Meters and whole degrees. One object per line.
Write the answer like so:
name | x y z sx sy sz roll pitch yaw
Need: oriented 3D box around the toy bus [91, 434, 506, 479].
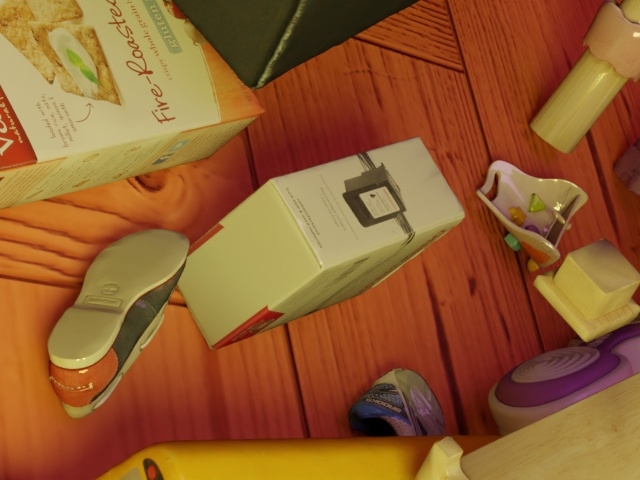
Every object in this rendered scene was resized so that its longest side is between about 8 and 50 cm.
toy bus | -0.027 0.167 0.823 0.332 0.130 0.108 6 59 -43

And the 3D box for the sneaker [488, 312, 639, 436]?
sneaker | 0.217 0.134 1.141 0.305 0.114 0.152 -17 96 -50

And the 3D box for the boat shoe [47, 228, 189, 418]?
boat shoe | -0.110 0.042 0.900 0.137 0.049 0.043 -60 152 -51

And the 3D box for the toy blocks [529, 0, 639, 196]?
toy blocks | 0.380 -0.082 1.246 0.309 0.260 0.288 25 20 -32

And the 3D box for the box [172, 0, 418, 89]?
box | 0.020 -0.428 1.003 0.471 0.297 0.480 -31 74 -35

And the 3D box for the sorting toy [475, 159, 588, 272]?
sorting toy | 0.151 -0.024 1.214 0.075 0.045 0.083 41 41 -5

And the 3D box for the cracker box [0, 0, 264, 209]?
cracker box | -0.158 -0.108 0.936 0.232 0.067 0.156 -19 77 -49

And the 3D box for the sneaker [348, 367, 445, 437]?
sneaker | 0.062 0.148 1.001 0.058 0.052 0.135 -25 75 -41

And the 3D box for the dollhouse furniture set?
dollhouse furniture set | 0.120 0.211 0.820 0.303 0.174 0.355 -18 56 -34

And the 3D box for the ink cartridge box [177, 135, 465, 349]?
ink cartridge box | 0.000 0.000 0.986 0.150 0.109 0.063 -19 75 -50
